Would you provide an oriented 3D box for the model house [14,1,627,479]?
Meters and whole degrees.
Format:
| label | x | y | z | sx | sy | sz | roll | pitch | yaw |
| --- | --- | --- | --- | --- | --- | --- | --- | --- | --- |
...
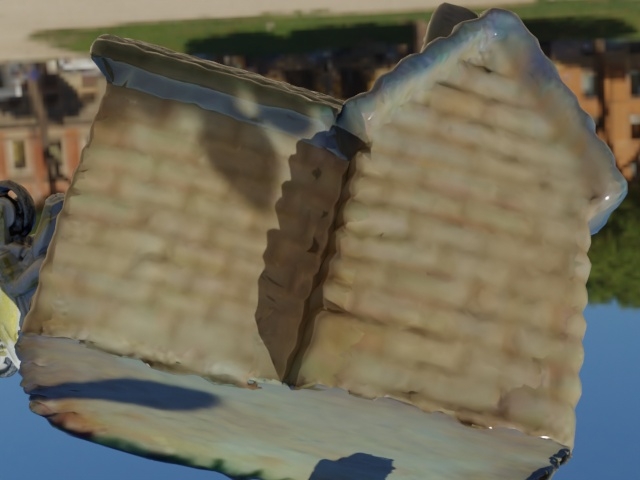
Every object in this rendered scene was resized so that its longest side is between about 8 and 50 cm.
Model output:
| label | x | y | z | sx | sy | sz | roll | pitch | yaw |
| --- | --- | --- | --- | --- | --- | --- | --- | --- | --- |
| model house | 0.000 | 0.000 | 1.135 | 0.445 | 0.400 | 0.395 | 13 | 160 | -1 |

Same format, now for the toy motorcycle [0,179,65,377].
| label | x | y | z | sx | sy | sz | roll | pitch | yaw |
| --- | --- | --- | --- | --- | --- | --- | --- | --- | --- |
| toy motorcycle | -0.299 | 0.053 | 1.320 | 0.151 | 0.228 | 0.074 | 21 | -158 | 25 |
